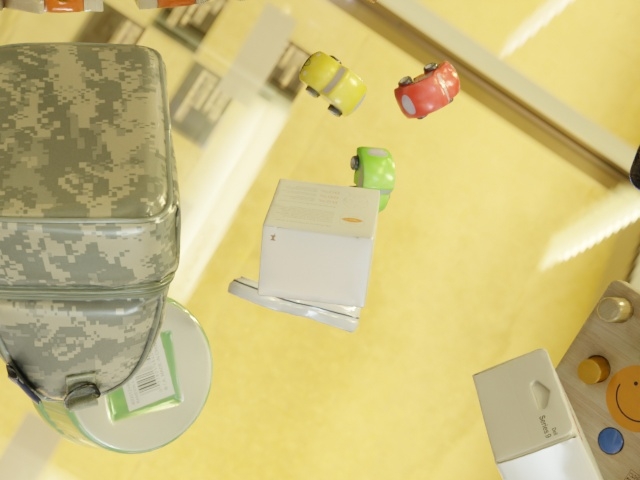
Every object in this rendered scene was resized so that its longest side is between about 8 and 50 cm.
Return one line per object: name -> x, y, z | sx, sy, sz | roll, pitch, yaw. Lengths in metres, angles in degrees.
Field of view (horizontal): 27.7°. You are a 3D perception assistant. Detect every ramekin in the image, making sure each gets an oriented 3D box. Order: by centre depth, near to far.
ramekin -> -0.329, 0.215, 2.191 | 0.148, 0.303, 0.303 | 7, -117, 59

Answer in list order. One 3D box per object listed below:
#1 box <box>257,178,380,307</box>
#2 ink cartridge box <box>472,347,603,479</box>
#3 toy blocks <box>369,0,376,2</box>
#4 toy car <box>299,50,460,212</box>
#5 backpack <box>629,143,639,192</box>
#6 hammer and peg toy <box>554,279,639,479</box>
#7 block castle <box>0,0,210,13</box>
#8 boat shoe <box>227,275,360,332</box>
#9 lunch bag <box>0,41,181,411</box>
box -> 0.000, 0.000, 1.560 | 0.170, 0.130, 0.091 | -75, 171, -68
ink cartridge box -> 0.247, 0.245, 1.377 | 0.093, 0.212, 0.154 | -21, -150, 8
toy blocks -> 0.084, -0.398, 1.169 | 0.381, 0.191, 0.261 | -51, -155, 44
toy car -> 0.083, -0.144, 1.803 | 0.053, 0.239, 0.225 | -152, -115, -69
backpack -> 0.493, -0.092, 1.794 | 0.114, 0.084, 0.105 | 24, -90, 39
hammer and peg toy -> 0.483, 0.259, 1.801 | 0.127, 0.361, 0.266 | 4, 121, -57
block castle -> -0.319, -0.466, 1.888 | 0.303, 0.453, 0.212 | -130, -142, -63
boat shoe -> -0.038, 0.083, 2.098 | 0.083, 0.226, 0.075 | 12, -95, 68
lunch bag -> -0.250, -0.017, 1.306 | 0.305, 0.213, 0.256 | -103, -167, -46
